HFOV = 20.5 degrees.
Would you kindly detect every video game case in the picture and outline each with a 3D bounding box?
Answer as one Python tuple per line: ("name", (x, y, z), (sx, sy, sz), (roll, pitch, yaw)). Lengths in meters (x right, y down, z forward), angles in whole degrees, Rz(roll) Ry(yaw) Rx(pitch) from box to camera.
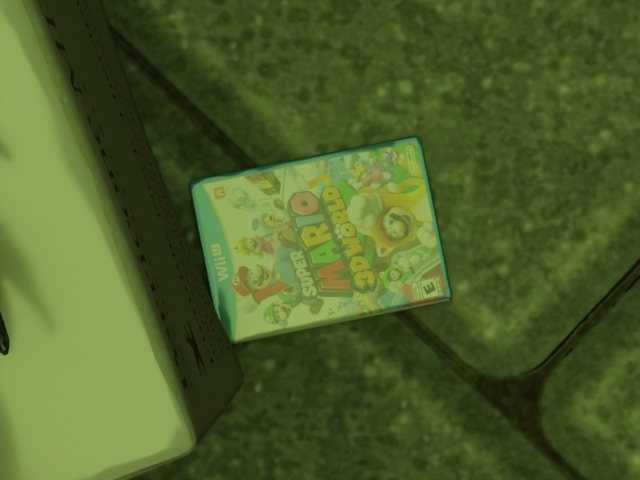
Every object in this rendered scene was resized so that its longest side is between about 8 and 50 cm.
("video game case", (0.000, 0.000, 1.243), (0.166, 0.015, 0.119), (-11, 89, -2))

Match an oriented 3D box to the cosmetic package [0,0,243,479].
("cosmetic package", (-0.259, 0.011, 1.041), (0.327, 0.393, 0.329), (-21, 90, 1))

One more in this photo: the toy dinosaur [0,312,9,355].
("toy dinosaur", (-0.209, 0.086, 0.788), (0.200, 0.127, 0.296), (-19, 96, -6))
